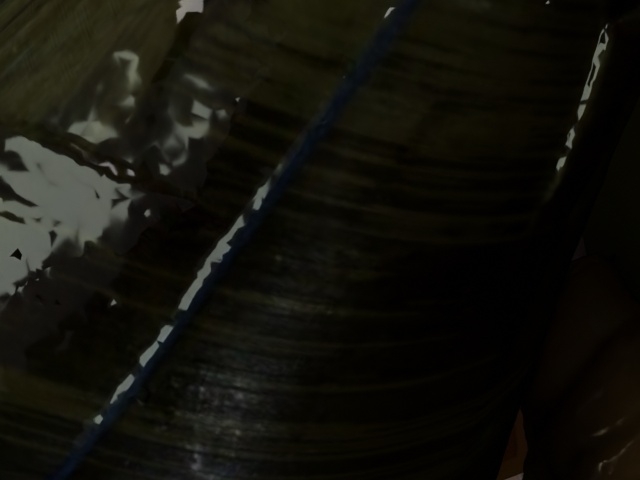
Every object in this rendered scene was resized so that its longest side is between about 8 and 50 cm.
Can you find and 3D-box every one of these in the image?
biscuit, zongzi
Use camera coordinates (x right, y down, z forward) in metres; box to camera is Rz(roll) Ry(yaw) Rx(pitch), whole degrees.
[{"bbox_3d":[0.111,0.097,0.798,0.118,0.061,0.183,54,156,41],"label":"biscuit"},{"bbox_3d":[-0.107,-0.064,0.677,0.208,0.432,0.403,-83,9,-54],"label":"zongzi"}]

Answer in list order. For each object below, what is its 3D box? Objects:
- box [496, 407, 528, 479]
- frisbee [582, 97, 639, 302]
[{"bbox_3d":[0.000,0.000,0.903,0.076,0.174,0.274,-140,36,-61],"label":"box"},{"bbox_3d":[0.153,0.023,0.721,0.236,0.017,0.236,161,90,-73],"label":"frisbee"}]
